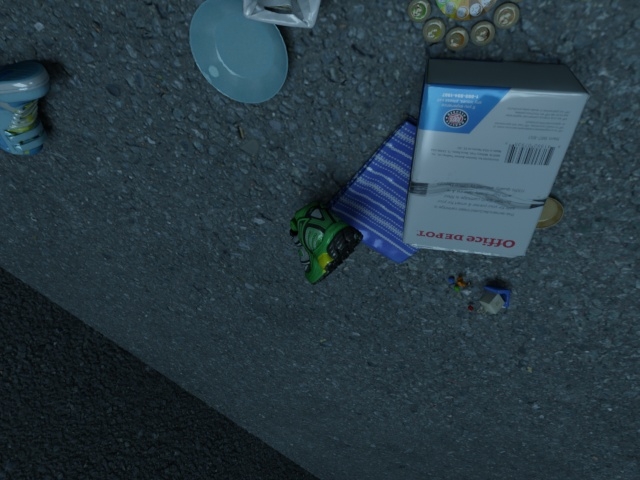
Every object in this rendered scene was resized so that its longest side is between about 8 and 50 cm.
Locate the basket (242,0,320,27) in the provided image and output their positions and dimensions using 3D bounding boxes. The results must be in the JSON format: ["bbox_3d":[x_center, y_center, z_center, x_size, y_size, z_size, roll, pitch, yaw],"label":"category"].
[{"bbox_3d":[-0.052,-0.416,0.608,0.113,0.103,0.167,2,142,-16],"label":"basket"}]

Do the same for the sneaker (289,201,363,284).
[{"bbox_3d":[0.000,0.000,0.995,0.146,0.134,0.343,48,163,8],"label":"sneaker"}]

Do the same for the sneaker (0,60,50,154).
[{"bbox_3d":[-0.714,-0.307,1.025,0.319,0.127,0.208,8,135,30],"label":"sneaker"}]

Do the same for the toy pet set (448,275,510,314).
[{"bbox_3d":[0.400,0.126,1.046,0.122,0.065,0.114,50,167,-24],"label":"toy pet set"}]

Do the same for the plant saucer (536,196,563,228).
[{"bbox_3d":[0.440,-0.059,0.850,0.083,0.015,0.083,13,137,12],"label":"plant saucer"}]

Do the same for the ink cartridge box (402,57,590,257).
[{"bbox_3d":[0.271,-0.134,0.732,0.223,0.129,0.307,6,131,9],"label":"ink cartridge box"}]

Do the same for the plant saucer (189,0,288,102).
[{"bbox_3d":[-0.146,-0.353,0.786,0.195,0.037,0.195,12,138,11],"label":"plant saucer"}]

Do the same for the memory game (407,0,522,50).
[{"bbox_3d":[0.215,-0.374,0.623,0.186,0.012,0.186,12,137,12],"label":"memory game"}]

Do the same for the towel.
[{"bbox_3d":[0.180,-0.084,0.923,0.243,0.040,0.336,32,138,-11],"label":"towel"}]
